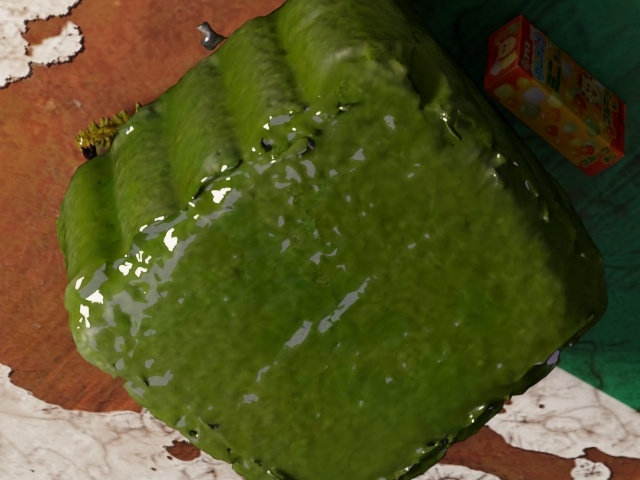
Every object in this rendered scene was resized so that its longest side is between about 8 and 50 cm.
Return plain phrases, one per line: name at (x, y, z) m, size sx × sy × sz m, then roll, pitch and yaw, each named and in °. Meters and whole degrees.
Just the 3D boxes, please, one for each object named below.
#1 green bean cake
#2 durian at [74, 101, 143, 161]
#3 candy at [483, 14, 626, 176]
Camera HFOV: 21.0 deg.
green bean cake at (0.000, 0.000, 1.260) m, size 0.319 × 0.218 × 0.335 m, roll -38°, pitch 118°, yaw 10°
durian at (-0.120, -0.056, 1.410) m, size 0.108 × 0.119 × 0.187 m, roll -34°, pitch 125°, yaw -5°
candy at (0.177, -0.107, 1.290) m, size 0.122 × 0.062 × 0.038 m, roll 37°, pitch 132°, yaw -25°
